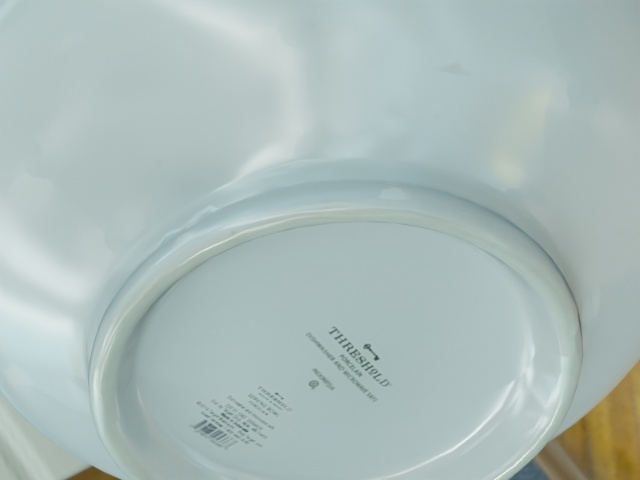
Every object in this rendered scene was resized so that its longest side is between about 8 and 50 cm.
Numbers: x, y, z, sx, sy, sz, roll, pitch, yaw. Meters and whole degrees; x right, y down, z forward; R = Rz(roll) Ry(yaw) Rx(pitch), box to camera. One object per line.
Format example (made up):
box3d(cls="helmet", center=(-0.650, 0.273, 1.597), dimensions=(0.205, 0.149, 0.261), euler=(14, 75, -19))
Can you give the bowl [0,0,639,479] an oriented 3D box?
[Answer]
box3d(cls="bowl", center=(0.000, 0.000, 0.403), dimensions=(0.134, 0.297, 0.298), euler=(-98, 24, -49))
